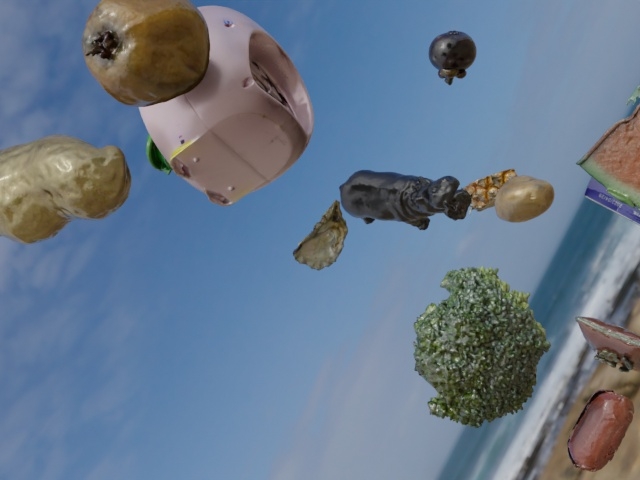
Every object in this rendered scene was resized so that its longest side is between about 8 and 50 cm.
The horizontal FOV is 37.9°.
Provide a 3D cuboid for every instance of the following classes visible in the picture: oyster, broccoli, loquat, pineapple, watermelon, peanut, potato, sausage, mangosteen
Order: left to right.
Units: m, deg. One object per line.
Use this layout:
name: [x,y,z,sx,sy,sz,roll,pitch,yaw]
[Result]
peanut: [-0.511,-0.094,1.726,0.169,0.387,0.192,41,-134,-47]
loquat: [-0.281,-0.313,1.500,0.234,0.176,0.187,-20,-81,-46]
oyster: [0.000,0.000,1.931,0.122,0.045,0.146,-23,-49,-17]
mangosteen: [0.337,-0.466,2.385,0.140,0.140,0.140,-58,-13,-22]
broccoli: [0.287,0.193,1.672,0.288,0.235,0.260,-66,-18,14]
pineapple: [0.418,-0.123,2.341,0.135,0.079,0.233,-27,-8,1]
potato: [0.466,-0.096,2.134,0.147,0.112,0.112,-13,28,42]
sausage: [0.442,0.301,1.474,0.141,0.076,0.076,-65,-13,11]
watermelon: [0.610,-0.122,1.367,0.319,0.222,0.292,-3,-34,-25]

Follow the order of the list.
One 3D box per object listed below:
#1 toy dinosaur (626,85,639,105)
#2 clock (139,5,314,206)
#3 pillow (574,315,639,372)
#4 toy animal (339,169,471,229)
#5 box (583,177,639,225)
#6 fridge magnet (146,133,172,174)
toy dinosaur: [0.716,-0.337,2.092,0.083,0.021,0.062,-56,-4,12]
clock: [-0.176,-0.290,1.778,0.251,0.376,0.368,-32,-42,17]
pillow: [0.621,0.225,1.939,0.075,0.171,0.179,-59,-37,-9]
toy animal: [0.190,-0.088,1.949,0.168,0.343,0.106,24,-103,-39]
box: [0.782,-0.082,2.130,0.300,0.200,0.106,13,-73,-35]
fridge magnet: [-0.382,-0.274,2.517,0.208,0.088,0.208,-40,-28,-27]
